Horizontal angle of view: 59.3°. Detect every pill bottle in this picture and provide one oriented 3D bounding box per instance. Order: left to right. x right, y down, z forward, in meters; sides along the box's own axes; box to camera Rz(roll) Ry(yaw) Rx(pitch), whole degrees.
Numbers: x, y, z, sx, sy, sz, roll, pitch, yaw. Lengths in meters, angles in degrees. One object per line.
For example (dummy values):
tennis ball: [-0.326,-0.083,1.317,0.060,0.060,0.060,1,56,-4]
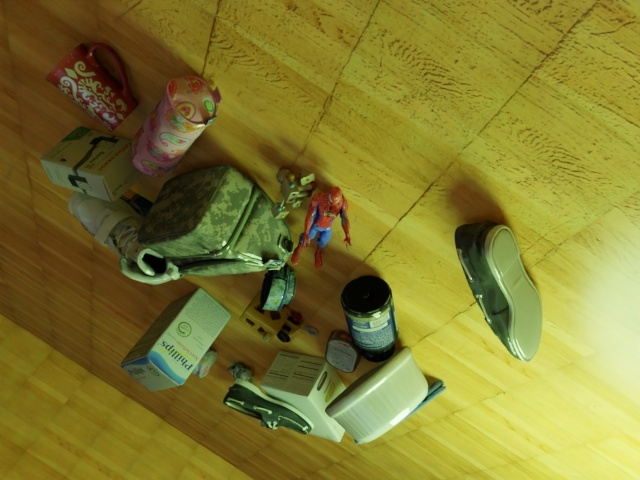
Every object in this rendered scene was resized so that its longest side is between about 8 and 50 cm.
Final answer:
pill bottle: [0.126,0.200,1.379,0.123,0.123,0.219,12,139,26]

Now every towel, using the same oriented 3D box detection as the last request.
towel: [0.220,0.492,1.598,0.034,0.209,0.285,55,147,15]

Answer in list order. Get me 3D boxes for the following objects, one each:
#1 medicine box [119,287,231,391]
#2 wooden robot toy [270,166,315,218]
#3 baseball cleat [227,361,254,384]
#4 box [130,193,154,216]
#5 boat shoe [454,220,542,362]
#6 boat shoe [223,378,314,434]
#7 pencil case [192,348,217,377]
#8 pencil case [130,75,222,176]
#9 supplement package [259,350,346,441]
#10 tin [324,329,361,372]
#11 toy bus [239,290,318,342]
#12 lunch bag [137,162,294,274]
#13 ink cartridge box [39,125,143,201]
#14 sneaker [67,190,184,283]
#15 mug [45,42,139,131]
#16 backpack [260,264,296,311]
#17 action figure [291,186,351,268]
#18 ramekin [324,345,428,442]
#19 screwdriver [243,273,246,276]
medicine box: [-0.474,0.327,1.839,0.149,0.289,0.263,44,143,-15]
wooden robot toy: [-0.064,-0.122,1.217,0.079,0.076,0.173,64,149,18]
baseball cleat: [-0.304,0.525,2.150,0.109,0.072,0.206,39,142,16]
box: [-0.442,-0.032,1.613,0.225,0.036,0.136,28,144,5]
boat shoe: [0.356,0.099,1.115,0.095,0.112,0.335,15,139,51]
boat shoe: [-0.168,0.553,1.796,0.303,0.091,0.114,21,144,19]
pencil case: [-0.529,0.411,2.134,0.273,0.113,0.124,27,124,9]
pencil case: [-0.315,-0.239,1.207,0.124,0.124,0.284,43,142,-13]
supplement package: [-0.036,0.512,1.850,0.204,0.145,0.262,2,135,36]
tin: [0.068,0.329,1.652,0.106,0.040,0.189,20,143,10]
toy bus: [-0.138,0.243,1.646,0.202,0.104,0.191,6,137,33]
lunch bag: [-0.241,-0.021,1.341,0.305,0.212,0.256,-9,143,43]
ink cartridge box: [-0.566,-0.195,1.416,0.208,0.153,0.087,16,140,20]
sneaker: [-0.502,-0.013,1.468,0.366,0.137,0.210,37,179,-12]
mug: [-0.487,-0.335,1.231,0.169,0.113,0.150,46,144,-22]
backpack: [-0.110,0.128,1.481,0.084,0.114,0.105,16,144,-10]
action figure: [0.000,0.000,1.230,0.091,0.139,0.280,9,143,-10]
ramekin: [0.155,0.401,1.447,0.127,0.273,0.273,51,145,10]
screwdriver: [-0.185,0.075,1.562,0.025,0.024,0.170,10,156,-18]
